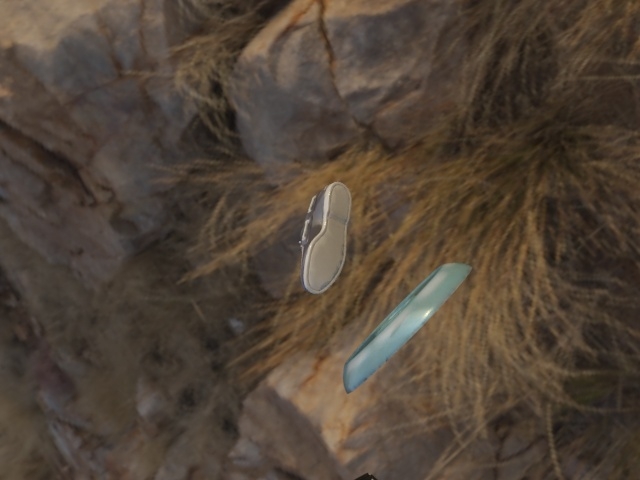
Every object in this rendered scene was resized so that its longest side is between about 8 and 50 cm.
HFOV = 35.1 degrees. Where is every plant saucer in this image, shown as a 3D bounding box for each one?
[{"bbox_3d":[0.144,0.146,1.801,0.044,0.317,0.317,44,143,3],"label":"plant saucer"}]

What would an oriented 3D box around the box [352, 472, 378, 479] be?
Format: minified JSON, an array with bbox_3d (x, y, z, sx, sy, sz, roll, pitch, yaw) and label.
[{"bbox_3d":[0.070,0.406,1.307,0.180,0.147,0.077,38,121,28],"label":"box"}]

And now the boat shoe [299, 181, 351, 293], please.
[{"bbox_3d":[0.000,0.000,1.708,0.075,0.206,0.065,31,151,-32],"label":"boat shoe"}]
